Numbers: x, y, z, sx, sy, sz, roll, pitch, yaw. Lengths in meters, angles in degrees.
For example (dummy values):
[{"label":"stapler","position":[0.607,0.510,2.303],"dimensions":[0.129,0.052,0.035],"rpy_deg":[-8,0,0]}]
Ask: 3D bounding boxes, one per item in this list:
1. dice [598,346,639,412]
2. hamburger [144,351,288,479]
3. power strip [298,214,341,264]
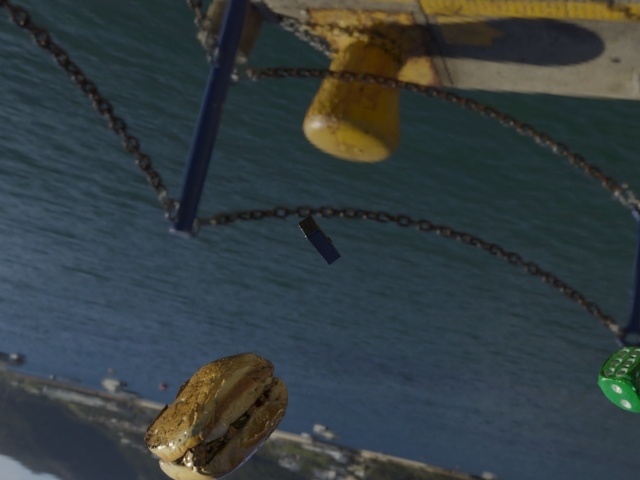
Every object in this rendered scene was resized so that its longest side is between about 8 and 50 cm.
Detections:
[{"label":"dice","position":[0.784,0.344,2.161],"dimensions":[0.120,0.128,0.131],"rpy_deg":[52,159,-14]},{"label":"hamburger","position":[-0.226,0.381,1.878],"dimensions":[0.284,0.304,0.174],"rpy_deg":[-13,110,44]},{"label":"power strip","position":[0.000,0.000,1.388],"dimensions":[0.038,0.029,0.111],"rpy_deg":[58,-177,32]}]
